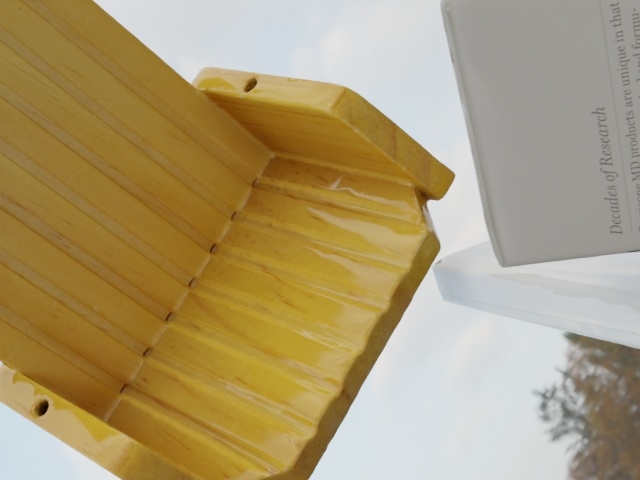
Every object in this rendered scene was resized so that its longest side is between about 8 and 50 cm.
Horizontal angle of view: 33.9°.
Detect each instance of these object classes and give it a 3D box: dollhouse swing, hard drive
[{"bbox_3d":[-0.142,-0.018,0.820,0.305,0.315,0.347,46,-111,-41],"label":"dollhouse swing"},{"bbox_3d":[0.246,0.005,0.758,0.233,0.047,0.353,-19,5,-11],"label":"hard drive"}]

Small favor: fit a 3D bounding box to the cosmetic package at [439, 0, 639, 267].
[{"bbox_3d":[0.168,-0.097,0.527,0.151,0.184,0.151,-69,-33,-56],"label":"cosmetic package"}]
